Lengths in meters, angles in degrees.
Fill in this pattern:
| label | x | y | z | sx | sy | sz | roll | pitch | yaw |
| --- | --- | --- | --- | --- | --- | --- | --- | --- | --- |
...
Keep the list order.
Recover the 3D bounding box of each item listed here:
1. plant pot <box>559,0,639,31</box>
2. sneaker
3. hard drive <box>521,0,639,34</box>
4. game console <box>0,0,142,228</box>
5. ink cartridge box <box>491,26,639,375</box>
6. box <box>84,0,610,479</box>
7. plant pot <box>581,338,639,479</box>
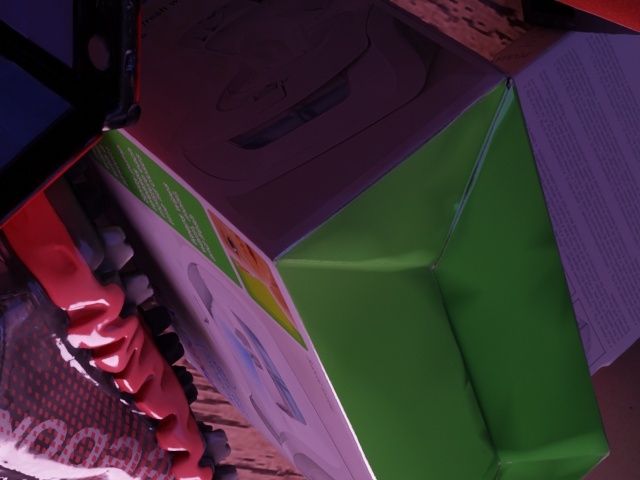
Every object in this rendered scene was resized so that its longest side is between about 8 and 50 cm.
| label | x | y | z | sx | sy | sz | roll | pitch | yaw |
| --- | --- | --- | --- | --- | --- | --- | --- | --- | --- |
| plant pot | 0.142 | -0.266 | 0.687 | 0.236 | 0.267 | 0.267 | 34 | 91 | -37 |
| sneaker | -0.129 | 0.076 | 0.763 | 0.135 | 0.097 | 0.276 | -28 | 139 | -6 |
| hard drive | 0.225 | -0.174 | 0.832 | 0.172 | 0.254 | 0.054 | -39 | 113 | -17 |
| game console | -0.142 | -0.084 | 0.606 | 0.085 | 0.144 | 0.124 | -20 | 129 | -36 |
| ink cartridge box | 0.137 | -0.019 | 0.912 | 0.224 | 0.056 | 0.181 | -37 | 108 | -28 |
| box | 0.000 | 0.000 | 0.734 | 0.127 | 0.231 | 0.262 | -38 | 138 | -15 |
| plant pot | 0.187 | 0.163 | 0.994 | 0.256 | 0.274 | 0.256 | -24 | 132 | -30 |
